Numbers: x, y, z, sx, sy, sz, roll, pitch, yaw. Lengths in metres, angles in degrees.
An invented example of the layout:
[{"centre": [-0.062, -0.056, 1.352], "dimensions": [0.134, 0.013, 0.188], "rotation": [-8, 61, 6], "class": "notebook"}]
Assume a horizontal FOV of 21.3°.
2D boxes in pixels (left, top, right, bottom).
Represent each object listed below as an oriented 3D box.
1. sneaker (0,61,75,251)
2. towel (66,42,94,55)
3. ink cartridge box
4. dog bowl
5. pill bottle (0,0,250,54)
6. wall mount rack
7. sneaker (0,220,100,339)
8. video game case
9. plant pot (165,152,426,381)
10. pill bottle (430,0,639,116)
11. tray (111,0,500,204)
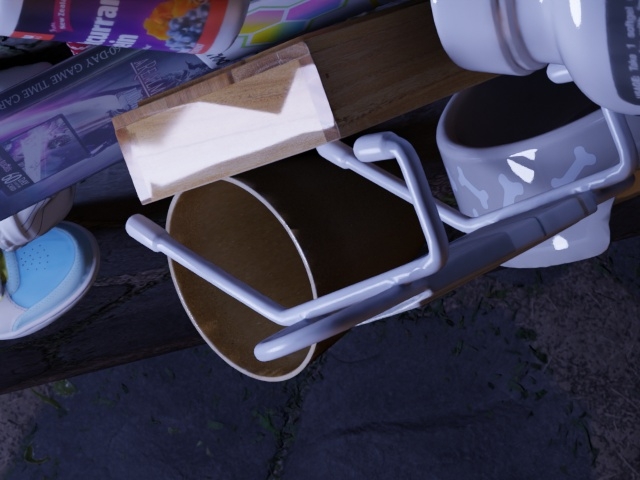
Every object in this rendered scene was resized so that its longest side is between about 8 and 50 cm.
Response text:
[{"centre": [-0.240, -0.069, 1.425], "dimensions": [0.129, 0.111, 0.297], "rotation": [-20, 170, 1], "class": "sneaker"}, {"centre": [-0.096, -0.183, 1.217], "dimensions": [0.198, 0.031, 0.275], "rotation": [-15, 170, 0], "class": "towel"}, {"centre": [-0.048, -0.165, 1.104], "dimensions": [0.209, 0.062, 0.109], "rotation": [-19, 171, 7], "class": "ink cartridge box"}, {"centre": [0.250, -0.124, 1.417], "dimensions": [0.348, 0.102, 0.349], "rotation": [-30, -161, 11], "class": "dog bowl"}, {"centre": [-0.142, -0.167, 0.971], "dimensions": [0.193, 0.108, 0.108], "rotation": [3, 164, -20], "class": "pill bottle"}, {"centre": [0.044, -0.024, 1.198], "dimensions": [0.350, 0.131, 0.304], "rotation": [-24, -178, -40], "class": "wall mount rack"}, {"centre": [-0.396, 0.045, 1.759], "dimensions": [0.319, 0.127, 0.208], "rotation": [-16, 171, 3], "class": "sneaker"}, {"centre": [-0.174, -0.091, 1.263], "dimensions": [0.274, 0.026, 0.196], "rotation": [-26, 167, -2], "class": "video game case"}, {"centre": [0.000, 0.000, 1.887], "dimensions": [0.254, 0.237, 0.237], "rotation": [-25, 179, -39], "class": "plant pot"}, {"centre": [0.261, -0.172, 1.012], "dimensions": [0.362, 0.210, 0.210], "rotation": [8, 180, 24], "class": "pill bottle"}, {"centre": [0.062, -0.137, 1.269], "dimensions": [0.202, 0.076, 0.411], "rotation": [-15, -174, 44], "class": "tray"}]
